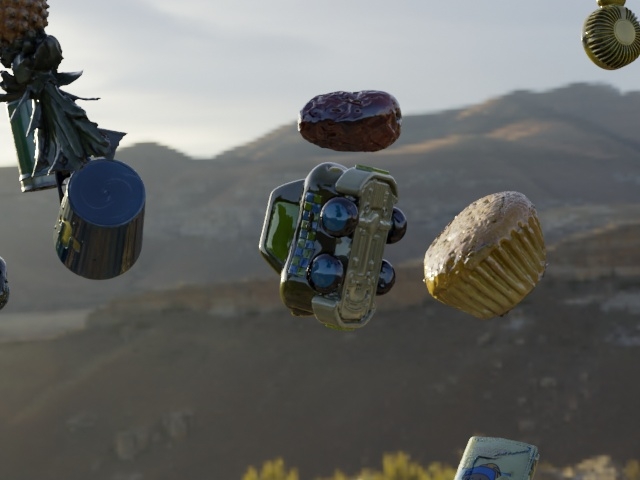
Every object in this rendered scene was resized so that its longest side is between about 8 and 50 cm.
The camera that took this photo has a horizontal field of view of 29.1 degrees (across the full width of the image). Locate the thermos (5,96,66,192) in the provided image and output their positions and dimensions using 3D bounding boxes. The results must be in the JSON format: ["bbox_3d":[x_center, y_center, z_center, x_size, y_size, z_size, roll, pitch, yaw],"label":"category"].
[{"bbox_3d":[-0.476,-0.176,2.033,0.073,0.188,0.083,-12,0,-3],"label":"thermos"}]

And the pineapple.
[{"bbox_3d":[-0.333,-0.207,1.459,0.130,0.277,0.119,-25,1,-20],"label":"pineapple"}]

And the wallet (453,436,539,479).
[{"bbox_3d":[0.216,0.327,1.594,0.110,0.155,0.039,-1,-43,34],"label":"wallet"}]

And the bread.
[{"bbox_3d":[0.276,0.021,2.052,0.139,0.240,0.240,42,-10,-13],"label":"bread"}]

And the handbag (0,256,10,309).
[{"bbox_3d":[-0.499,0.065,1.869,0.047,0.111,0.072,23,-54,-40],"label":"handbag"}]

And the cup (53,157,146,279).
[{"bbox_3d":[-0.321,-0.050,1.751,0.131,0.176,0.155,-30,-13,-26],"label":"cup"}]

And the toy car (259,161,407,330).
[{"bbox_3d":[0.000,0.000,1.887,0.198,0.248,0.204,12,3,28],"label":"toy car"}]

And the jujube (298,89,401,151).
[{"bbox_3d":[0.035,-0.145,1.506,0.129,0.077,0.077,-2,2,13],"label":"jujube"}]

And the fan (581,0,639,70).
[{"bbox_3d":[0.374,-0.298,1.580,0.082,0.155,0.039,1,-9,-26],"label":"fan"}]
